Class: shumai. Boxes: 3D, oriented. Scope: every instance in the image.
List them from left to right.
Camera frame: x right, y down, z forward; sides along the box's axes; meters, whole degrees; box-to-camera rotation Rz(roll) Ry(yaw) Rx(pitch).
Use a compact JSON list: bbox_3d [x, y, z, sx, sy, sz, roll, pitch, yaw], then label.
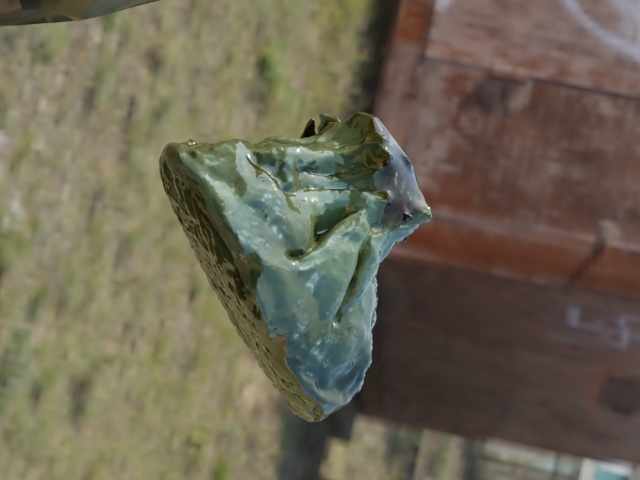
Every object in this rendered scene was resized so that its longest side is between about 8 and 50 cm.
[{"bbox_3d":[-0.001,-0.001,0.710,0.099,0.087,0.124,48,-15,51],"label":"shumai"}]

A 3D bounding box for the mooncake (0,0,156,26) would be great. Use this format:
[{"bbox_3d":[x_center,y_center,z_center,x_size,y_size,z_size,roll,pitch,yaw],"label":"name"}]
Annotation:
[{"bbox_3d":[-0.095,-0.110,0.385,0.254,0.250,0.136,-90,169,-76],"label":"mooncake"}]
